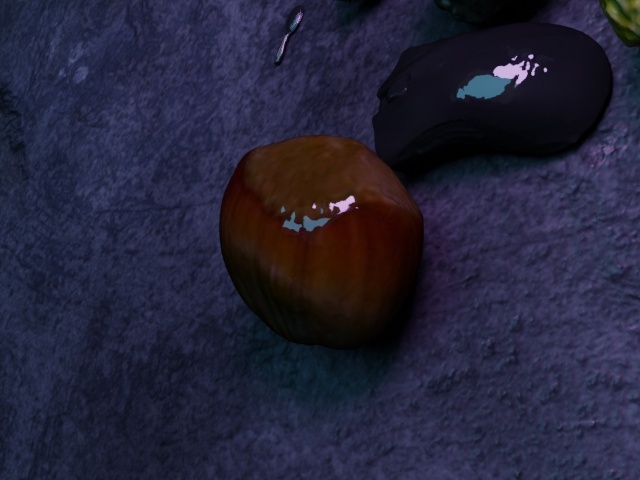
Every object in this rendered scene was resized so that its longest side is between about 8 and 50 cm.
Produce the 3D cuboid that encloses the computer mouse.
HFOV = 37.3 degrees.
[{"bbox_3d":[0.146,-0.151,0.933,0.264,0.088,0.147,-10,64,43],"label":"computer mouse"}]

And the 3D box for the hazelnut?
[{"bbox_3d":[0.005,-0.001,0.939,0.210,0.210,0.186,6,53,44],"label":"hazelnut"}]

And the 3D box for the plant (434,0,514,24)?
[{"bbox_3d":[0.195,-0.353,0.930,0.274,0.149,0.146,-51,20,5],"label":"plant"}]

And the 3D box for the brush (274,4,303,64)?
[{"bbox_3d":[-0.041,-0.260,1.199,0.024,0.008,0.083,18,85,42],"label":"brush"}]

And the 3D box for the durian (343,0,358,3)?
[{"bbox_3d":[0.061,-0.338,1.092,0.110,0.071,0.140,-101,26,-78],"label":"durian"}]

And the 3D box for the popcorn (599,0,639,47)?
[{"bbox_3d":[0.319,-0.238,0.762,0.198,0.198,0.212,-16,36,37],"label":"popcorn"}]
